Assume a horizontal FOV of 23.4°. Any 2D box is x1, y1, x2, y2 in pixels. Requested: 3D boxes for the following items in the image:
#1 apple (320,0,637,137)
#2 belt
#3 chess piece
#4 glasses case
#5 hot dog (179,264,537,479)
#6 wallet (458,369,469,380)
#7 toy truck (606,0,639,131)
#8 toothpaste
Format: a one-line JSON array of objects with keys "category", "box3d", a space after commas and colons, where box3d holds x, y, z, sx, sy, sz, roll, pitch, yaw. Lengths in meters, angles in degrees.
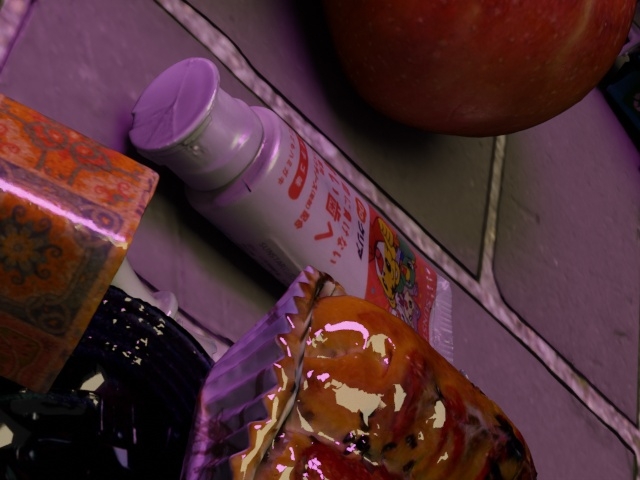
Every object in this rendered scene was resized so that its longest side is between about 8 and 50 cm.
[{"category": "apple", "box3d": [0.078, -0.154, 0.859, 0.201, 0.162, 0.201, 38, 31, -28]}, {"category": "belt", "box3d": [-0.110, 0.087, 0.528, 0.198, 0.078, 0.151, -10, 79, -53]}, {"category": "chess piece", "box3d": [-0.077, 0.028, 0.644, 0.093, 0.042, 0.042, 52, 36, -29]}, {"category": "glasses case", "box3d": [-0.164, -0.032, 0.458, 0.218, 0.075, 0.049, 27, 35, -10]}, {"category": "hot dog", "box3d": [0.046, 0.131, 0.591, 0.270, 0.081, 0.163, 50, 38, -30]}, {"category": "wallet", "box3d": [0.024, 0.141, 0.685, 0.202, 0.059, 0.141, -23, 87, -55]}, {"category": "toy truck", "box3d": [0.261, -0.123, 1.115, 0.216, 0.116, 0.110, 50, 35, -7]}, {"category": "toothpaste", "box3d": [0.000, 0.000, 0.755, 0.234, 0.057, 0.089, 43, 38, -40]}]
